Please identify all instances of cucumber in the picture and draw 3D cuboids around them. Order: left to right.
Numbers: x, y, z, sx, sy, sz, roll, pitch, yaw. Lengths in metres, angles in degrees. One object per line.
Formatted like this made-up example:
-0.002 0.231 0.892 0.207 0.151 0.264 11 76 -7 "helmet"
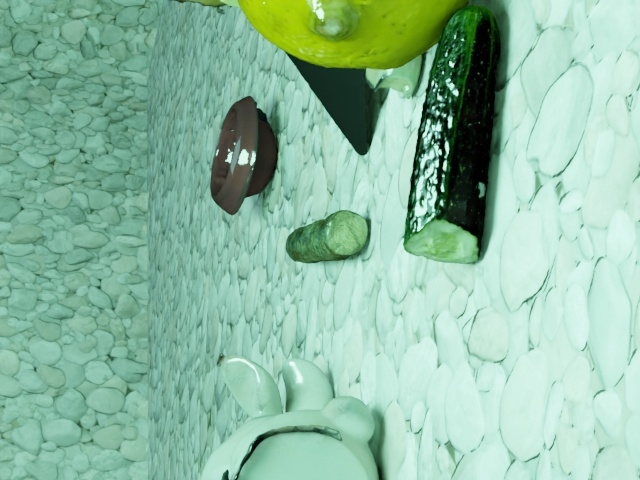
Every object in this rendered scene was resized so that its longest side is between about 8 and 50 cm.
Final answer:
0.125 -0.100 1.094 0.074 0.075 0.241 179 98 -75 "cucumber"

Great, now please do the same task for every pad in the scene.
0.002 -0.282 1.552 0.314 0.063 0.375 87 158 -48 "pad"

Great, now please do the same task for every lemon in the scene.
0.034 -0.292 1.148 0.310 0.258 0.257 -78 5 -52 "lemon"

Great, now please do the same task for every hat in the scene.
-0.123 -0.141 1.998 0.205 0.089 0.205 -169 90 -72 "hat"

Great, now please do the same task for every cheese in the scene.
0.082 -0.236 1.356 0.092 0.048 0.171 113 158 -44 "cheese"

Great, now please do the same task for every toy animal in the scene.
-0.042 0.266 1.376 0.310 0.183 0.247 172 108 -80 "toy animal"

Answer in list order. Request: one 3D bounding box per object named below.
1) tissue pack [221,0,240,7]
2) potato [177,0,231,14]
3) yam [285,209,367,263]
-0.047 -0.448 1.703 0.234 0.159 0.125 116 156 -51 "tissue pack"
-0.148 -0.558 1.963 0.237 0.301 0.288 -20 61 53 "potato"
0.000 0.000 1.544 0.274 0.061 0.061 165 110 -75 "yam"
